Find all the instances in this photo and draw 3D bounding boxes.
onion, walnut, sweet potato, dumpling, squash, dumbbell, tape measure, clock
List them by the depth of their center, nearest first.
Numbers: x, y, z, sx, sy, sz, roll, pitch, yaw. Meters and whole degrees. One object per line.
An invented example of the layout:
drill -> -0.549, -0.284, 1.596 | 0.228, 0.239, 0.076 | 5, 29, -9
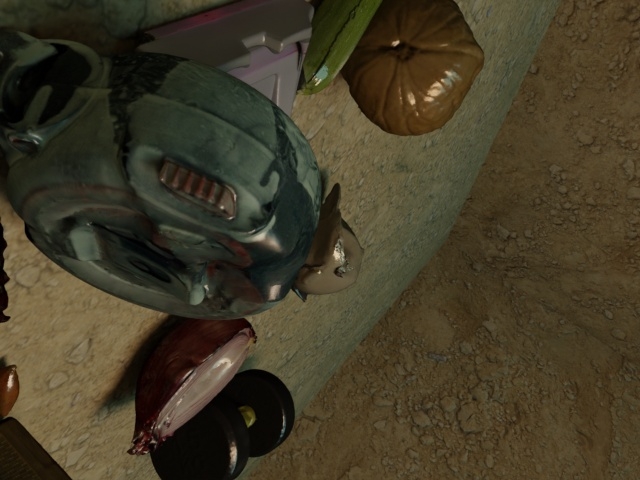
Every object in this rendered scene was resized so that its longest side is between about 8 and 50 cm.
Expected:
tape measure -> -0.140, -0.033, 0.506 | 0.256, 0.275, 0.147 | 106, -1, -60
clock -> -0.102, -0.161, 0.657 | 0.253, 0.083, 0.186 | -40, 159, -40
sweet potato -> -0.371, 0.179, 0.676 | 0.034, 0.034, 0.095 | -30, 150, -53
squash -> 0.029, -0.293, 0.760 | 0.238, 0.069, 0.069 | -60, 163, -4
walnut -> 0.135, -0.269, 0.875 | 0.228, 0.228, 0.228 | -48, 162, -21
onion -> -0.238, 0.228, 0.971 | 0.283, 0.120, 0.227 | -45, 163, -38
dumpling -> -0.014, 0.010, 1.144 | 0.164, 0.204, 0.293 | -17, 170, -13
dumbbell -> -0.204, 0.412, 1.282 | 0.203, 0.204, 0.322 | -57, 163, 10

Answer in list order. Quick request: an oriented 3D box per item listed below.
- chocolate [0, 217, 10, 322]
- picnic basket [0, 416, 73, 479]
chocolate -> -0.293, 0.036, 0.443 | 0.156, 0.133, 0.156 | -45, 161, -20
picnic basket -> -0.416, 0.367, 0.689 | 0.139, 0.165, 0.266 | -18, 140, -60
